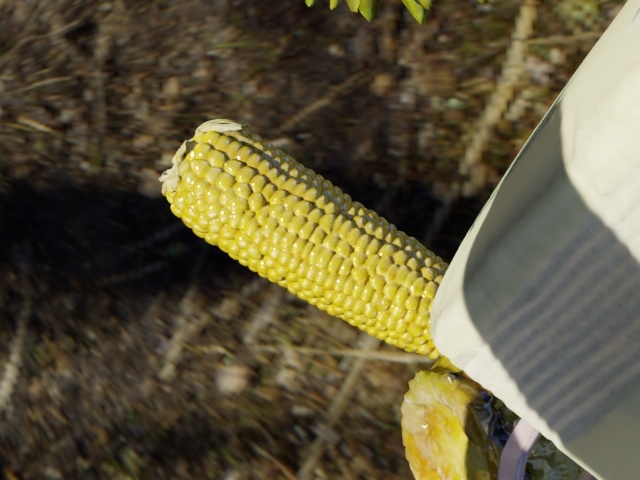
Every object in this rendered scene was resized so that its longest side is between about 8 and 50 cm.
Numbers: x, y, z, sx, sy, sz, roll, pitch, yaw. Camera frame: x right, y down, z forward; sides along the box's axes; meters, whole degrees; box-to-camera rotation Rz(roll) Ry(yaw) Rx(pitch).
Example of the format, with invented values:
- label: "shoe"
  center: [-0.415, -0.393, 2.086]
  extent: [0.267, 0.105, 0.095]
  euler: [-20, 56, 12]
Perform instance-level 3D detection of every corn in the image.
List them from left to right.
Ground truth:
- label: "corn"
  center: [-0.001, 0.002, 1.492]
  extent: [0.260, 0.091, 0.091]
  euler: [32, 77, 6]

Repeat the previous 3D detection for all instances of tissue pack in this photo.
- label: "tissue pack"
  center: [0.226, -0.066, 0.713]
  extent: [0.207, 0.380, 0.297]
  euler: [38, 69, 3]

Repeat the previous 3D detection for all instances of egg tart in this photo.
- label: "egg tart"
  center: [0.141, 0.148, 1.339]
  extent: [0.123, 0.294, 0.294]
  euler: [-15, 97, -20]

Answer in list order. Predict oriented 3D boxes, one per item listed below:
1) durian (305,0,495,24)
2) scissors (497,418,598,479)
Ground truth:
- label: "durian"
  center: [0.009, -0.198, 0.450]
  extent: [0.225, 0.291, 0.291]
  euler: [-17, 100, -54]
- label: "scissors"
  center: [0.174, 0.050, 1.004]
  extent: [0.118, 0.030, 0.242]
  euler: [32, 76, -30]
